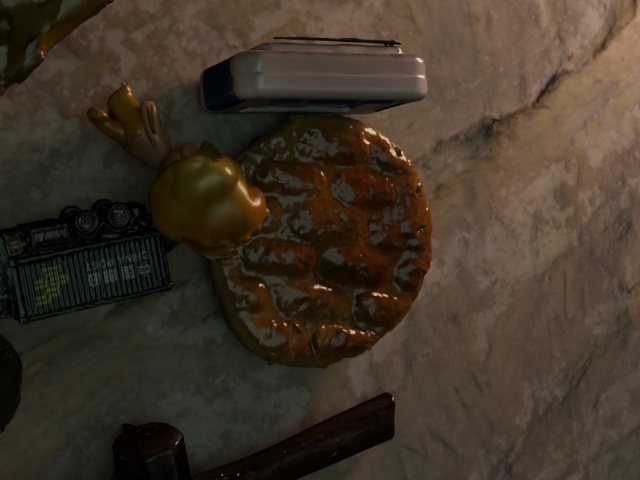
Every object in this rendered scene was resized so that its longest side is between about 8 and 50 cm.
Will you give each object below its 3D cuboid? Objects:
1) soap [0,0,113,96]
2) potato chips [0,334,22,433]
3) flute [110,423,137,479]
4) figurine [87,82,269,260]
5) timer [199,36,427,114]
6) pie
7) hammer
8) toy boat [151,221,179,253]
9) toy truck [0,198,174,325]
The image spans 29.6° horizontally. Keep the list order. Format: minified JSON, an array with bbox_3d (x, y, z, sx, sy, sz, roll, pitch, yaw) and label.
[{"bbox_3d":[-0.232,-0.319,1.401,0.338,0.169,0.305,-4,96,-23],"label":"soap"},{"bbox_3d":[-0.447,0.191,1.395,0.220,0.029,0.202,-53,134,-4],"label":"potato chips"},{"bbox_3d":[-0.266,0.344,1.519,0.027,0.027,0.233,15,89,-25],"label":"flute"},{"bbox_3d":[-0.168,-0.079,1.441,0.246,0.156,0.131,44,59,14],"label":"figurine"},{"bbox_3d":[-0.010,-0.201,1.505,0.253,0.178,0.078,-3,90,-25],"label":"timer"},{"bbox_3d":[0.000,0.000,1.583,0.339,0.083,0.340,-1,93,-23],"label":"pie"},{"bbox_3d":[-0.072,0.301,1.574,0.408,0.095,0.243,-20,112,-29],"label":"hammer"},{"bbox_3d":[-0.197,-0.024,1.515,0.038,0.038,0.083,-12,99,-23],"label":"toy boat"},{"bbox_3d":[-0.315,0.025,1.437,0.259,0.088,0.121,-12,100,-24],"label":"toy truck"}]
